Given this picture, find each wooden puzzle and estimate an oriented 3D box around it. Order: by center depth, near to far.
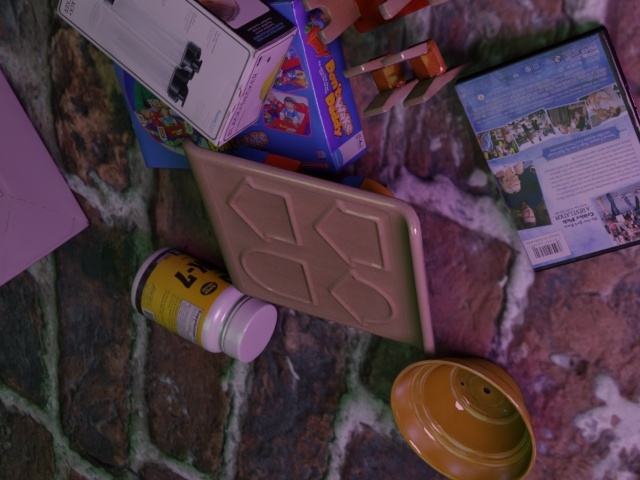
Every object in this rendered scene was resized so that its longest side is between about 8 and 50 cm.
[{"bbox_3d":[0.000,0.000,1.531,0.348,0.080,0.322,20,149,23],"label":"wooden puzzle"}]

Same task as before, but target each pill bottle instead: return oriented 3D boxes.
[{"bbox_3d":[-0.179,0.101,1.780,0.208,0.119,0.119,25,132,23],"label":"pill bottle"}]

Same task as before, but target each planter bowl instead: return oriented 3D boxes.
[{"bbox_3d":[0.210,0.227,1.568,0.217,0.090,0.217,21,132,25],"label":"planter bowl"}]

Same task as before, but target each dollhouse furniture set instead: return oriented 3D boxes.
[{"bbox_3d":[0.102,-0.301,1.298,0.259,0.135,0.262,-9,113,55],"label":"dollhouse furniture set"}]

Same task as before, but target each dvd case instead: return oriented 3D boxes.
[{"bbox_3d":[0.281,-0.097,1.306,0.180,0.022,0.253,-18,107,27],"label":"dvd case"}]

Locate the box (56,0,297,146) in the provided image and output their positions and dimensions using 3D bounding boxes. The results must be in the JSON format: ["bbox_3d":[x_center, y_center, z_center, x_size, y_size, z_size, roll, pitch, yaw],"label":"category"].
[{"bbox_3d":[-0.184,-0.274,1.436,0.290,0.087,0.169,39,135,12],"label":"box"}]

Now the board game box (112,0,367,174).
[{"bbox_3d":[-0.123,-0.213,1.547,0.347,0.078,0.233,5,121,37],"label":"board game box"}]

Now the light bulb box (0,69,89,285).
[{"bbox_3d":[-0.648,-0.093,1.953,0.361,0.225,0.358,-15,108,43],"label":"light bulb box"}]

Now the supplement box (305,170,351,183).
[{"bbox_3d":[0.002,-0.064,1.574,0.055,0.043,0.083,31,133,19],"label":"supplement box"}]
